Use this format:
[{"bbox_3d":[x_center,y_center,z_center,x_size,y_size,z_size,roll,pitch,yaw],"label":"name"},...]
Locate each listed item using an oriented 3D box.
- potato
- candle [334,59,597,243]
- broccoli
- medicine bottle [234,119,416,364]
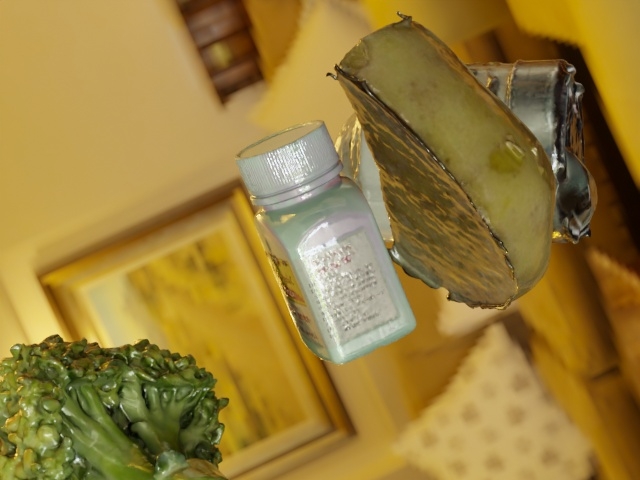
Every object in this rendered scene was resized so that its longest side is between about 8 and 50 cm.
[{"bbox_3d":[0.103,-0.046,1.261,0.138,0.098,0.243,36,163,29],"label":"potato"},{"bbox_3d":[0.108,-0.086,1.878,0.187,0.330,0.187,0,-90,-73],"label":"candle"},{"bbox_3d":[-0.181,0.160,1.619,0.273,0.242,0.180,-20,83,52],"label":"broccoli"},{"bbox_3d":[0.000,0.000,0.999,0.074,0.055,0.118,-149,36,-73],"label":"medicine bottle"}]
